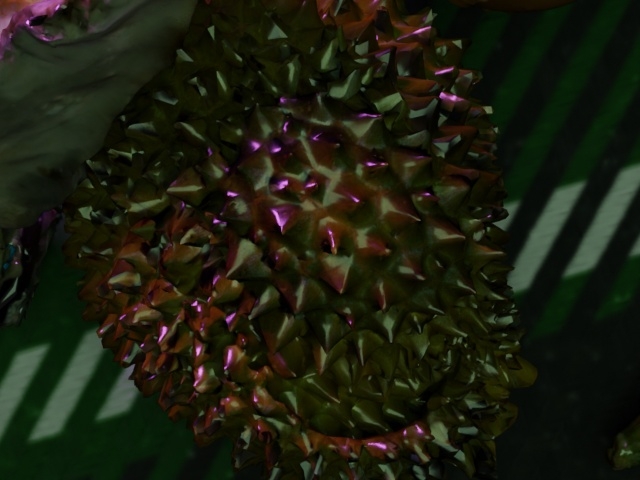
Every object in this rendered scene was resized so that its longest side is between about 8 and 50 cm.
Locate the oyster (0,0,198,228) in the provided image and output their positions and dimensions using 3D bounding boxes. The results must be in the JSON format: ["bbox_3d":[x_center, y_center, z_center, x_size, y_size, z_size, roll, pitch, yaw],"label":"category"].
[{"bbox_3d":[-0.142,-0.102,0.956,0.110,0.166,0.341,20,122,-44],"label":"oyster"}]

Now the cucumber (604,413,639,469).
[{"bbox_3d":[0.287,0.107,1.131,0.244,0.134,0.134,-7,96,0],"label":"cucumber"}]

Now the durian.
[{"bbox_3d":[-0.011,0.003,1.039,0.258,0.258,0.293,-17,108,-3],"label":"durian"}]

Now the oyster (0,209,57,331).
[{"bbox_3d":[-0.280,0.004,1.088,0.259,0.092,0.198,-10,96,5],"label":"oyster"}]

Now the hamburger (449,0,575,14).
[{"bbox_3d":[0.075,-0.236,1.001,0.274,0.274,0.212,32,93,-7],"label":"hamburger"}]
